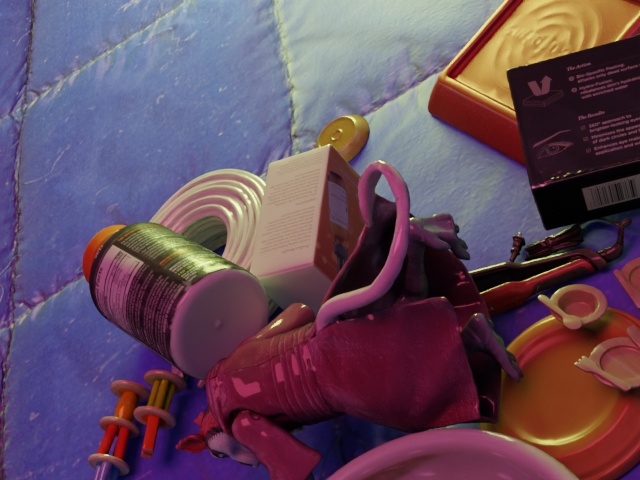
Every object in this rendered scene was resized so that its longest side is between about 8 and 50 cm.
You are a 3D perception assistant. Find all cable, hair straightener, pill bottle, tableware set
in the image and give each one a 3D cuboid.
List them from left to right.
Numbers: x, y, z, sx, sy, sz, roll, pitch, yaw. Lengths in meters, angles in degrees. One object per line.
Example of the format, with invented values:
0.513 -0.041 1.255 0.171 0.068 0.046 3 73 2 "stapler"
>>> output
-0.176 0.056 1.456 0.245 0.130 0.130 26 77 48 "pill bottle"
-0.141 0.029 1.618 0.257 0.089 0.257 -45 40 2 "cable"
0.218 0.017 1.353 0.230 0.047 0.089 -26 45 22 "hair straightener"
0.300 0.071 1.218 0.168 0.020 0.141 -26 41 -14 "tableware set"

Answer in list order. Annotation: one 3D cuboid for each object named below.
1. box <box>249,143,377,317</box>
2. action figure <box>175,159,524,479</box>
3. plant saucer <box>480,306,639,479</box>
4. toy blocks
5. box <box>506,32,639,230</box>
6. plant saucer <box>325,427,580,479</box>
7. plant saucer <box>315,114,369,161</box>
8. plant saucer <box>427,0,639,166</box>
0.000 0.000 1.490 0.091 0.130 0.170 -15 50 30 "box"
-0.003 0.137 1.276 0.370 0.276 0.248 -25 48 19 "action figure"
0.239 0.146 1.239 0.200 0.037 0.200 -22 46 25 "plant saucer"
-0.225 0.237 1.538 0.123 0.054 0.148 -20 46 42 "toy blocks"
0.287 -0.113 1.327 0.156 0.093 0.158 -14 57 13 "box"
0.104 0.366 1.119 0.400 0.100 0.400 -21 50 27 "plant saucer"
0.024 -0.133 1.665 0.083 0.015 0.083 -23 46 26 "plant saucer"
0.269 -0.220 1.504 0.259 0.048 0.258 -49 40 -2 "plant saucer"
